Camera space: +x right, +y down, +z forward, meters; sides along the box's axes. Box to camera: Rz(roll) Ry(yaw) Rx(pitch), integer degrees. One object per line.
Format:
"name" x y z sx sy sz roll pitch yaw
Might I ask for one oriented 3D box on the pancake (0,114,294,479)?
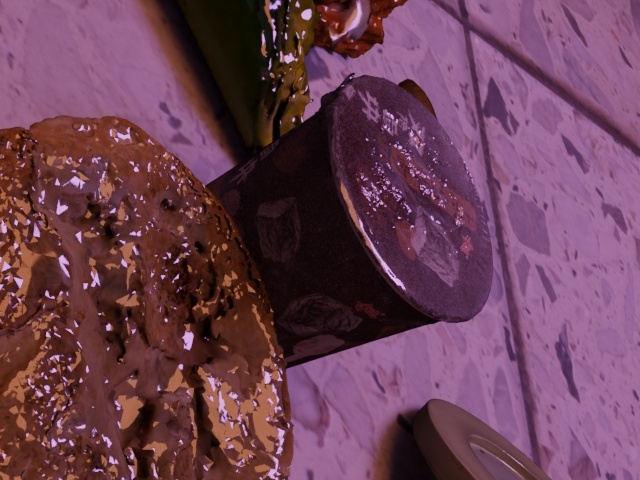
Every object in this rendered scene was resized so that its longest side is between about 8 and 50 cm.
"pancake" -0.152 0.098 1.190 0.387 0.082 0.386 22 61 -48

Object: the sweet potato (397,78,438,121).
"sweet potato" 0.074 -0.045 1.688 0.108 0.079 0.346 31 37 0

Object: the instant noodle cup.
"instant noodle cup" 0.000 0.000 1.404 0.217 0.207 0.217 35 42 -39

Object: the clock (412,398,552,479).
"clock" 0.178 0.236 1.579 0.235 0.029 0.235 39 11 -9

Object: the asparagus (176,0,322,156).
"asparagus" -0.079 -0.238 1.547 0.382 0.128 0.108 65 -11 -2

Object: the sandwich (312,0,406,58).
"sandwich" 0.012 -0.295 1.749 0.292 0.109 0.212 -11 84 -56
